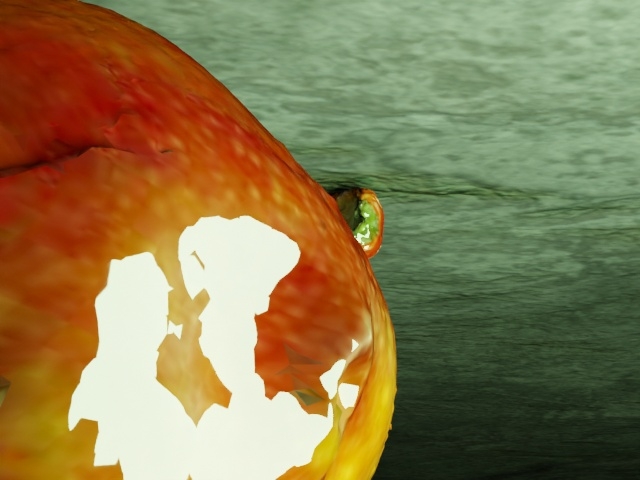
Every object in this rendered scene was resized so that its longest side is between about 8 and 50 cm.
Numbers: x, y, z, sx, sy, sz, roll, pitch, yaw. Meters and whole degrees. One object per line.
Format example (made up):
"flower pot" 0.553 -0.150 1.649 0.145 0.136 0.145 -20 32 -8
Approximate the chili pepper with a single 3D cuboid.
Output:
"chili pepper" 0.000 0.000 0.980 0.027 0.045 0.178 16 167 -20

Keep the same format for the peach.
"peach" -0.141 0.052 0.659 0.373 0.290 0.372 30 159 13
